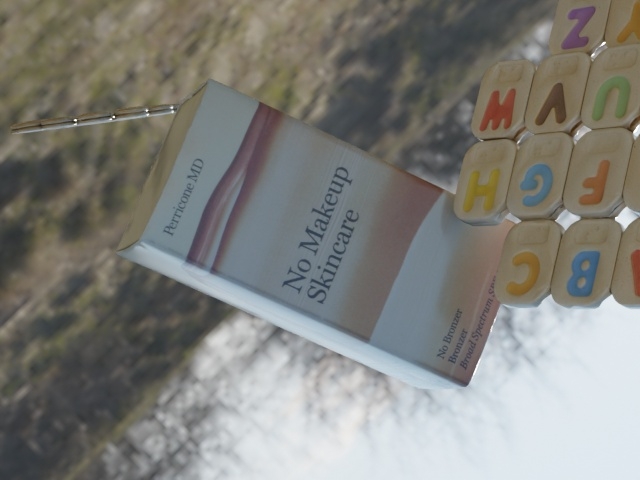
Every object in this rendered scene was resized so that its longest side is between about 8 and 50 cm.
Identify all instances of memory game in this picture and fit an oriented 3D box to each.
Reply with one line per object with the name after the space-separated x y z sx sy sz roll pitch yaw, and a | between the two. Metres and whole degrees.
-0.237 -0.130 1.766 0.186 0.012 0.186 -8 -175 1 | memory game

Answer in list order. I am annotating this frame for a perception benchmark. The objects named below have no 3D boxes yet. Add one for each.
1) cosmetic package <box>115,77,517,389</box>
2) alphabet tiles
0.000 0.000 1.383 0.153 0.296 0.129 -69 -168 -11 | cosmetic package
0.219 -0.082 1.257 0.284 0.021 0.278 -2 -111 48 | alphabet tiles
